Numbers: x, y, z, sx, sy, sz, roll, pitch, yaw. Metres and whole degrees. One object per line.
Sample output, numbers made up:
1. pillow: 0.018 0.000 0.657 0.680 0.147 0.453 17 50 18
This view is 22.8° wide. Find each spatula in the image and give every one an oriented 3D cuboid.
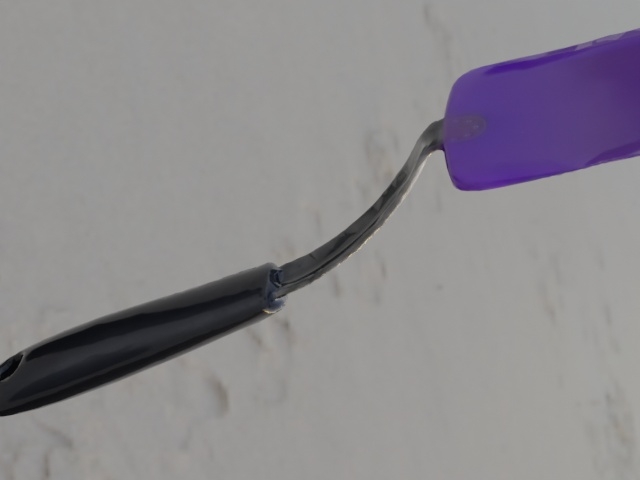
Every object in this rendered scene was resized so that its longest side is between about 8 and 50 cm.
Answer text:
1. spatula: 0.000 0.000 0.538 0.030 0.296 0.084 52 22 -24
